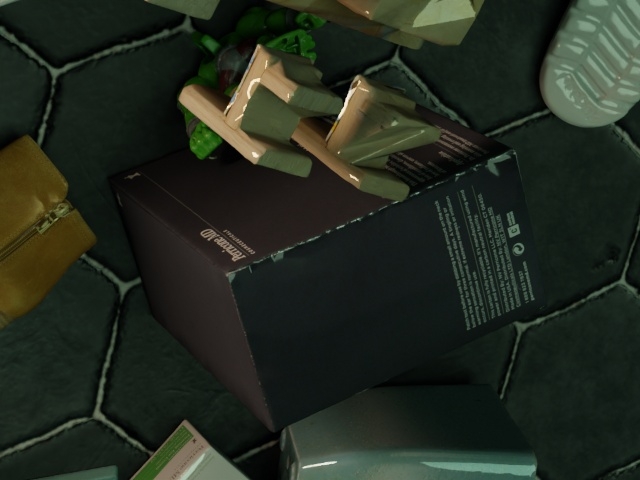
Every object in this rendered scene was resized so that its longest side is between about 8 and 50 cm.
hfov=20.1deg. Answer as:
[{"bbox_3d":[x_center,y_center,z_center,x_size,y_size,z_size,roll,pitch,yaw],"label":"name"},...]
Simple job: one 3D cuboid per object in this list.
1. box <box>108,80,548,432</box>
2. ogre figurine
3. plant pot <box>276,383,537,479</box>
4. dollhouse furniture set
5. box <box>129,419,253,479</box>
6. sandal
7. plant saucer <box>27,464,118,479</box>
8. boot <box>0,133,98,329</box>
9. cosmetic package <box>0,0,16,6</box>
[{"bbox_3d":[0.000,0.000,1.830,0.313,0.343,0.179,-22,115,-17],"label":"box"},{"bbox_3d":[-0.080,-0.178,1.865,0.097,0.118,0.197,19,99,-33],"label":"ogre figurine"},{"bbox_3d":[0.076,0.302,2.029,0.252,0.248,0.247,6,104,-8],"label":"plant pot"},{"bbox_3d":[-0.039,-0.276,1.556,0.394,0.256,0.362,11,112,-46],"label":"dollhouse furniture set"},{"bbox_3d":[-0.138,0.275,1.997,0.101,0.087,0.102,-47,119,-5],"label":"box"},{"bbox_3d":[0.379,-0.322,2.055,0.169,0.102,0.416,34,103,-15],"label":"sandal"},{"bbox_3d":[-0.309,0.292,1.962,0.192,0.018,0.067,-8,109,-24],"label":"plant saucer"},{"bbox_3d":[-0.371,-0.037,1.792,0.211,0.104,0.295,-47,124,-11],"label":"boot"},{"bbox_3d":[-0.309,-0.301,1.656,0.225,0.224,0.138,-23,114,-17],"label":"cosmetic package"}]
